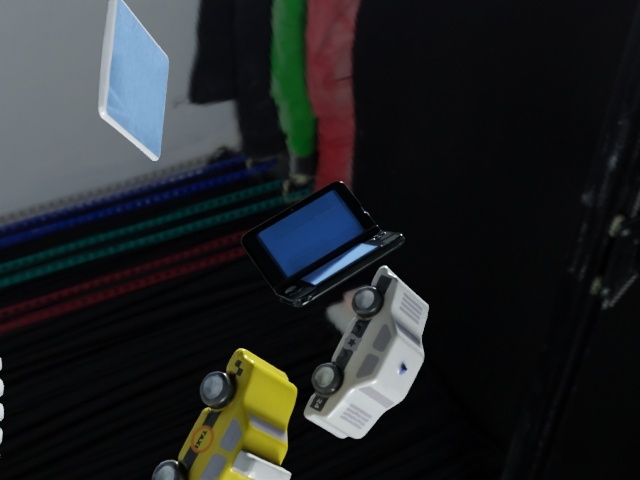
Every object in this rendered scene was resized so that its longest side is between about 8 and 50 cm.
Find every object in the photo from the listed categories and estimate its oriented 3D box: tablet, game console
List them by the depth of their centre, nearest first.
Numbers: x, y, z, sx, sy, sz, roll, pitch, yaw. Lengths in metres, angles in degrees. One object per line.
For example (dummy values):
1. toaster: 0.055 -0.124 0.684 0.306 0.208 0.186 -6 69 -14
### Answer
1. tablet: -0.084 -0.071 0.432 0.083 0.006 0.054 52 41 -79
2. game console: 0.000 0.000 0.898 0.071 0.122 0.107 61 -13 -11

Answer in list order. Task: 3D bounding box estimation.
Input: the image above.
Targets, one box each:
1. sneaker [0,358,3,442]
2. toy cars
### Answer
1. sneaker: -0.177 0.005 0.181 0.235 0.153 0.094 63 22 -52
2. toy cars: -0.004 0.169 0.965 0.087 0.394 0.176 19 -55 41
